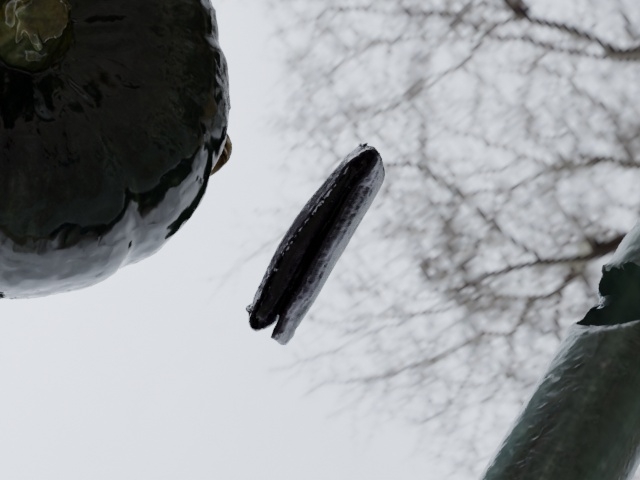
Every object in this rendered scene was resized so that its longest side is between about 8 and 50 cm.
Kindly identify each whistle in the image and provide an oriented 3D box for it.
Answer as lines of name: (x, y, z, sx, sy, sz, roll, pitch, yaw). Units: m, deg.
whistle: (0.116, 0.088, 0.831, 0.062, 0.062, 0.312, 41, -125, -7)

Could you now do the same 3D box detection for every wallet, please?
wallet: (-0.001, -0.001, 0.985, 0.030, 0.166, 0.111, 29, -90, 2)

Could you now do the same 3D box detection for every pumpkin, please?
pumpkin: (-0.141, -0.077, 0.831, 0.211, 0.152, 0.212, 17, -126, -25)

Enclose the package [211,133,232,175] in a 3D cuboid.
package: (-0.231, -0.135, 1.370, 0.221, 0.165, 0.311, 20, -154, -41)
